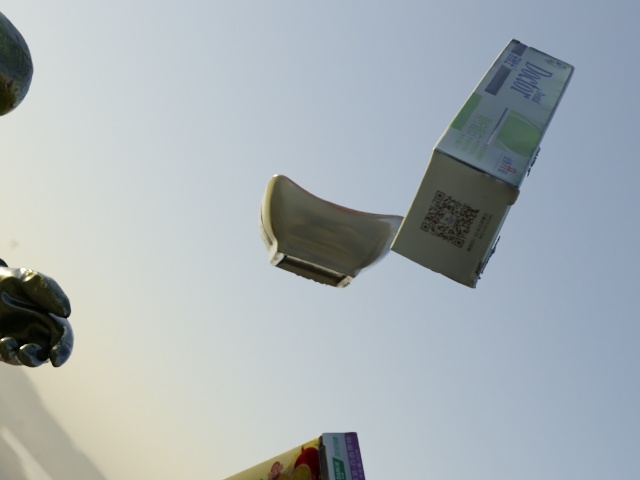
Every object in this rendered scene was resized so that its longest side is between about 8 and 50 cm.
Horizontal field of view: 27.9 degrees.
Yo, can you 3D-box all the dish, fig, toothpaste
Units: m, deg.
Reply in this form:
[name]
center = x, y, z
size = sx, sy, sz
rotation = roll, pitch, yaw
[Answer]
[dish]
center = 0.000, 0.000, 1.409
size = 0.151, 0.077, 0.212
rotation = 18, -8, -4
[fig]
center = -0.411, -0.231, 1.562
size = 0.123, 0.123, 0.156
rotation = 68, 14, -55
[toothpaste]
center = 0.129, -0.068, 0.957
size = 0.067, 0.081, 0.336
rotation = 26, 26, 6

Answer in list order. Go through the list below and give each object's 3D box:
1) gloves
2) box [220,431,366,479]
[gloves]
center = -0.380, 0.094, 1.612
size = 0.107, 0.135, 0.268
rotation = 30, 5, -38
[box]
center = -0.042, 0.194, 0.971
size = 0.207, 0.041, 0.050
rotation = -32, -119, 47
